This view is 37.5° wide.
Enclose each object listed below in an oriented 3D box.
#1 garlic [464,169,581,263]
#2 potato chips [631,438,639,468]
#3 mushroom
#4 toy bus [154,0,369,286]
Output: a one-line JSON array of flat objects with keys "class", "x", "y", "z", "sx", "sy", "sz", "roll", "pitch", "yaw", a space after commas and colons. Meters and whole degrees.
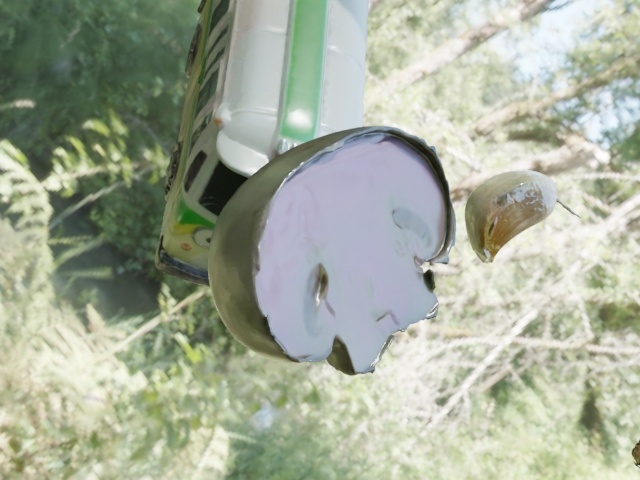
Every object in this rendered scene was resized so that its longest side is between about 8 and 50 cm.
[{"class": "garlic", "x": 0.326, "y": -0.053, "z": 1.548, "sx": 0.128, "sy": 0.198, "sz": 0.090, "roll": 67, "pitch": -18, "yaw": -11}, {"class": "potato chips", "x": 0.311, "y": 0.141, "z": 0.771, "sx": 0.026, "sy": 0.037, "sz": 0.204, "roll": 65, "pitch": -31, "yaw": 31}, {"class": "mushroom", "x": 0.000, "y": 0.000, "z": 0.628, "sx": 0.117, "sy": 0.188, "sz": 0.141, "roll": 14, "pitch": -51, "yaw": 46}, {"class": "toy bus", "x": -0.039, "y": -0.119, "z": 0.809, "sx": 0.143, "sy": 0.179, "sz": 0.305, "roll": 15, "pitch": 57, "yaw": -16}]
